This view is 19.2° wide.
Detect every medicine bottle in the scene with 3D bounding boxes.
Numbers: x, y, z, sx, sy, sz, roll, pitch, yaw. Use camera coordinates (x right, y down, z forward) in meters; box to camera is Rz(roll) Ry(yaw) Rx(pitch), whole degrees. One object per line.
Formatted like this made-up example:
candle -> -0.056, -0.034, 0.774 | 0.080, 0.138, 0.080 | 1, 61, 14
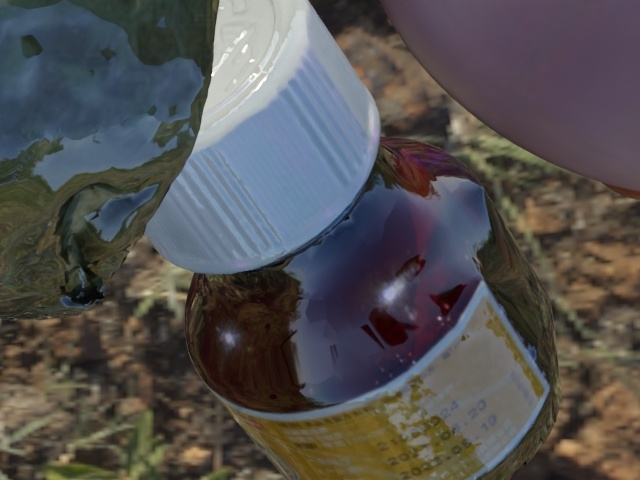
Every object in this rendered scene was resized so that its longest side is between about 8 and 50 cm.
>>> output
medicine bottle -> 0.000, 0.000, 1.275 | 0.242, 0.242, 0.395 | -52, 132, -25

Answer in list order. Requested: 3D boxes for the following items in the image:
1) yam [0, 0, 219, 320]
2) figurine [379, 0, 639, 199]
yam -> -0.147, -0.063, 0.445 | 0.304, 0.168, 0.168 | 6, 82, -45
figurine -> 0.087, -0.092, 0.421 | 0.173, 0.173, 0.173 | 3, 84, -32
